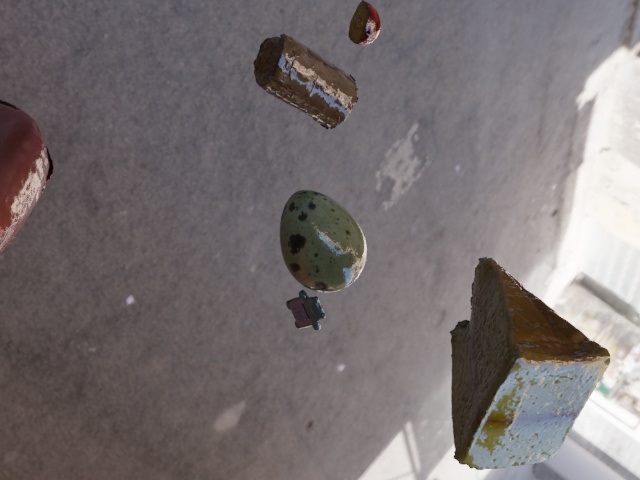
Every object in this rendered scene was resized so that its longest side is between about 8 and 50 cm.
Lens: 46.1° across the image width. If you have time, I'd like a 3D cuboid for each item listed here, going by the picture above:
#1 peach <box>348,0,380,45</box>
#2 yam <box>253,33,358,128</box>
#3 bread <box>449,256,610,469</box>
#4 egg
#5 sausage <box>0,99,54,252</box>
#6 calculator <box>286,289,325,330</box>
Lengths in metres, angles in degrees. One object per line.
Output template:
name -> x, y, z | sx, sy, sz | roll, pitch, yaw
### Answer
peach -> 0.106, -0.484, 1.692 | 0.061, 0.098, 0.098 | 5, 122, -27
yam -> -0.037, -0.352, 1.656 | 0.128, 0.129, 0.238 | -39, 140, 28
bread -> 0.283, 0.190, 1.328 | 0.245, 0.362, 0.233 | 5, 117, -30
egg -> 0.000, 0.000, 1.579 | 0.177, 0.177, 0.228 | -34, 104, -33
sausage -> -0.419, -0.068, 0.909 | 0.280, 0.152, 0.152 | -87, -172, -52
calculator -> -0.031, 0.154, 1.633 | 0.019, 0.094, 0.141 | -24, 180, -31
